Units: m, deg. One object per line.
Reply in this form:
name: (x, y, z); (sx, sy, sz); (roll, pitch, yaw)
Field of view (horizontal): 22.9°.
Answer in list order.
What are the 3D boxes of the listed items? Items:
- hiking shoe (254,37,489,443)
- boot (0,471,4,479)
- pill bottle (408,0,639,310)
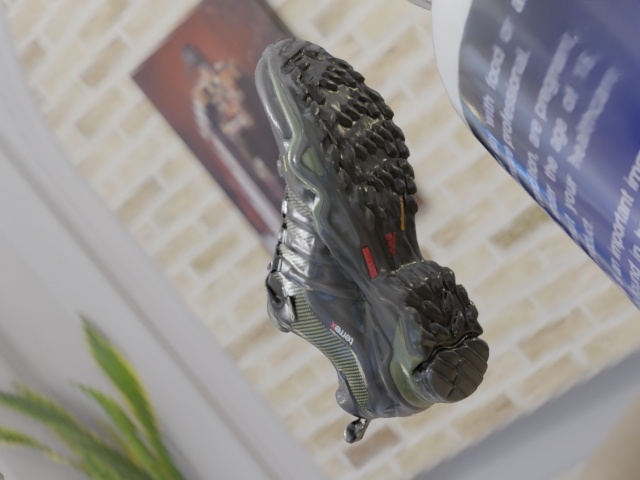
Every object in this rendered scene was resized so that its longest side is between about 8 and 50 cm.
hiking shoe: (0.000, 0.000, 0.885); (0.114, 0.227, 0.086); (-30, -13, 35)
boot: (-0.197, 0.083, 0.270); (0.305, 0.115, 0.112); (-2, 8, -42)
pill bottle: (0.122, -0.045, 0.379); (0.153, 0.265, 0.153); (-29, -32, -20)
